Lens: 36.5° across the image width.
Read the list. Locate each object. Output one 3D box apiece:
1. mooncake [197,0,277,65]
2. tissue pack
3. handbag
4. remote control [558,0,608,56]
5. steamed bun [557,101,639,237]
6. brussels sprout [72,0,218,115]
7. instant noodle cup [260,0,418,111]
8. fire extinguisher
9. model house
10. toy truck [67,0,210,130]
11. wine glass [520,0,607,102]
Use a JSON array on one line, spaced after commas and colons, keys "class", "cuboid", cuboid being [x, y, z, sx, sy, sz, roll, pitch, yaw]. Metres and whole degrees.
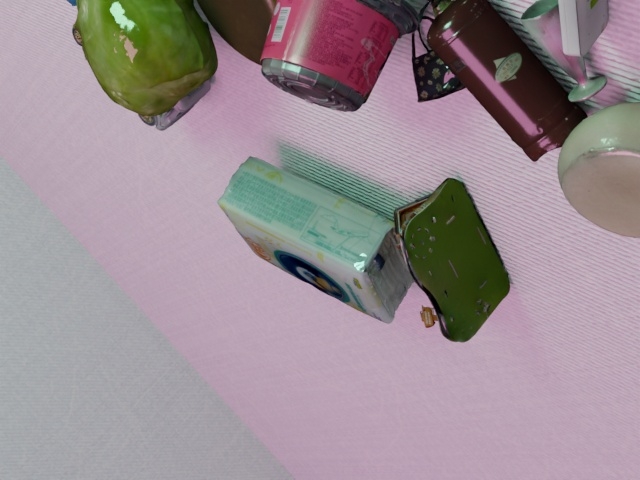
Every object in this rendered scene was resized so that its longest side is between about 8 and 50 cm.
[{"class": "mooncake", "cuboid": [-0.114, -0.435, 1.780, 0.235, 0.117, 0.234, 31, 151, 20]}, {"class": "tissue pack", "cuboid": [0.000, 0.000, 2.113, 0.388, 0.162, 0.287, 26, 163, 27]}, {"class": "handbag", "cuboid": [0.193, -0.309, 1.630, 0.115, 0.072, 0.139, -11, 107, 60]}, {"class": "remote control", "cuboid": [0.353, -0.377, 1.316, 0.034, 0.103, 0.250, 16, 142, 35]}, {"class": "steamed bun", "cuboid": [0.477, -0.117, 1.449, 0.232, 0.145, 0.232, 20, 151, 12]}, {"class": "brussels sprout", "cuboid": [-0.333, -0.390, 1.851, 0.328, 0.247, 0.328, 164, 90, -78]}, {"class": "instant noodle cup", "cuboid": [0.011, -0.322, 1.591, 0.258, 0.181, 0.302, 21, 178, 15]}, {"class": "fire extinguisher", "cuboid": [0.263, -0.277, 1.518, 0.337, 0.135, 0.114, 47, 137, -6]}, {"class": "model house", "cuboid": [0.217, 0.038, 1.904, 0.154, 0.207, 0.294, 7, 134, 50]}, {"class": "toy truck", "cuboid": [-0.396, -0.424, 2.105, 0.367, 0.146, 0.175, 52, 145, -15]}, {"class": "wine glass", "cuboid": [0.366, -0.286, 1.447, 0.073, 0.073, 0.155, -9, 123, 54]}]
